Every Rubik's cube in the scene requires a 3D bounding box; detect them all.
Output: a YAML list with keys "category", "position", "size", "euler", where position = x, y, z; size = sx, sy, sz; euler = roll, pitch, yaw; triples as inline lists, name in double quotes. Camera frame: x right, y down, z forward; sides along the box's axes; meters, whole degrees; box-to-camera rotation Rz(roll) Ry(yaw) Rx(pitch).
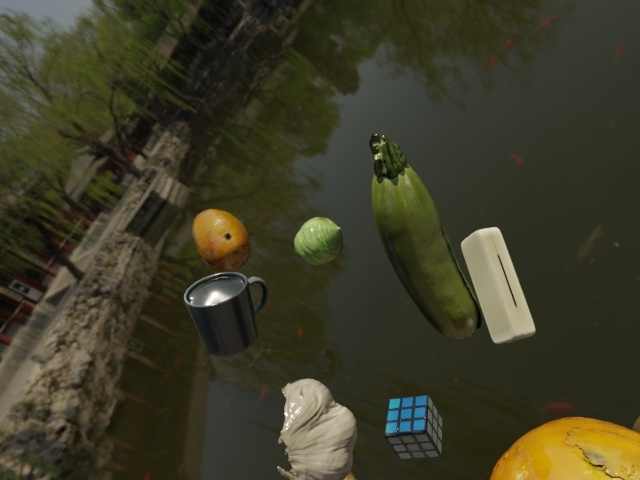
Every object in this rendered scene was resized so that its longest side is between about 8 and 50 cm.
- category: "Rubik's cube"
  position: [0.337, 0.671, 1.933]
  size: [0.161, 0.163, 0.162]
  euler: [-15, 35, 25]

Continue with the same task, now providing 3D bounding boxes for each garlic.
- category: "garlic"
  position: [0.000, 0.385, 1.030]
  size: [0.178, 0.143, 0.229]
  euler: [3, -94, -82]

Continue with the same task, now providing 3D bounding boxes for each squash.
- category: "squash"
  position: [0.133, 0.003, 0.748]
  size: [0.095, 0.340, 0.094]
  euler: [-25, 21, 11]

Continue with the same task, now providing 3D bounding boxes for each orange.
- category: "orange"
  position: [0.315, 0.331, 0.612]
  size: [0.246, 0.246, 0.246]
  euler: [-47, 22, 25]

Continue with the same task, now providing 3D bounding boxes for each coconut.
- category: "coconut"
  position: [0.000, 0.000, 0.949]
  size: [0.096, 0.088, 0.087]
  euler: [-31, 30, 28]

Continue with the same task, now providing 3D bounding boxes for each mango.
- category: "mango"
  position: [-0.188, -0.006, 0.995]
  size: [0.165, 0.089, 0.115]
  euler: [47, 146, 44]

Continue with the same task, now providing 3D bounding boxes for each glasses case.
- category: "glasses case"
  position: [0.489, 0.126, 1.493]
  size: [0.131, 0.070, 0.312]
  euler: [114, 143, -69]

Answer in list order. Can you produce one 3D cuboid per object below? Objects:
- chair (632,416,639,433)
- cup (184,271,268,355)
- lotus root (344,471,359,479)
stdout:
- category: "chair"
  position: [0.959, 0.562, 1.393]
  size: [0.247, 0.173, 0.158]
  euler: [-67, -13, -77]
- category: "cup"
  position: [-0.107, 0.086, 0.658]
  size: [0.100, 0.077, 0.078]
  euler: [-23, 27, -22]
- category: "lotus root"
  position: [0.024, 0.740, 1.524]
  size: [0.214, 0.138, 0.138]
  euler: [-22, 6, -25]
